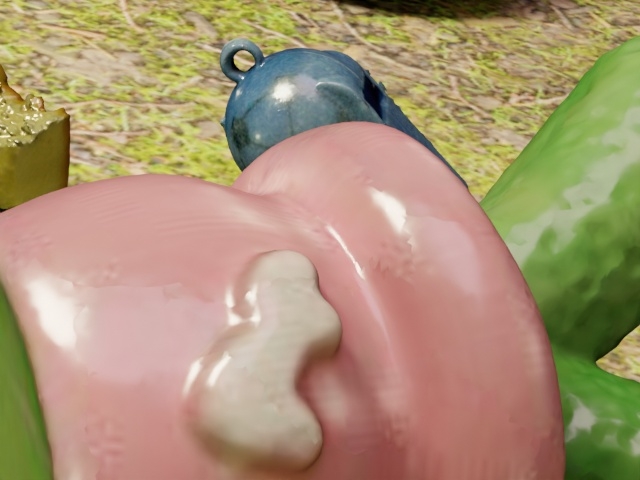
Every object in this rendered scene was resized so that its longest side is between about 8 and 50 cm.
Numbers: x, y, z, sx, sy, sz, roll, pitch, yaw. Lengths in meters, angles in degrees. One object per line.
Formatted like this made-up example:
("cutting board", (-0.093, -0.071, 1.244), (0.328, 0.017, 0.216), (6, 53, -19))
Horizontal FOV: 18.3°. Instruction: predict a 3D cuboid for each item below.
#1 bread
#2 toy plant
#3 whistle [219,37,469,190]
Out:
("bread", (-0.224, -0.096, 1.049), (0.226, 0.088, 0.049), (27, 31, 27))
("toy plant", (0.043, 0.083, 0.743), (0.356, 0.210, 0.317), (-4, 66, -33))
("whistle", (0.002, -0.050, 1.073), (0.158, 0.090, 0.090), (47, 24, -18))
